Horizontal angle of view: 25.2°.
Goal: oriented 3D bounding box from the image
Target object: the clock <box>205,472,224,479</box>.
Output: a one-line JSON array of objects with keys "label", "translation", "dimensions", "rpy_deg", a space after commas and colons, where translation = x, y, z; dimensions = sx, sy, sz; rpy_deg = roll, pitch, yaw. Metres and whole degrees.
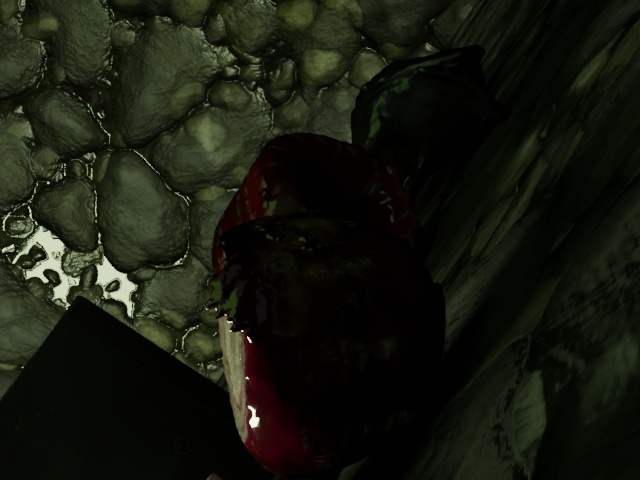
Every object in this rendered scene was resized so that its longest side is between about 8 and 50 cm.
[{"label": "clock", "translation": [-0.109, 0.281, 0.835], "dimensions": [0.290, 0.080, 0.275], "rpy_deg": [-58, 4, -9]}]

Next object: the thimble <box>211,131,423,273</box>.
[{"label": "thimble", "translation": [-0.004, 0.002, 1.241], "dimensions": [0.125, 0.163, 0.189], "rpy_deg": [-57, 12, 31]}]

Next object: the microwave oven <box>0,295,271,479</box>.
[{"label": "microwave oven", "translation": [-0.256, 0.308, 1.377], "dimensions": [0.374, 0.236, 0.432], "rpy_deg": [-60, 4, -29]}]

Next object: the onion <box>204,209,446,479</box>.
[{"label": "onion", "translation": [0.010, 0.078, 0.847], "dimensions": [0.173, 0.135, 0.198], "rpy_deg": [-101, 3, -61]}]

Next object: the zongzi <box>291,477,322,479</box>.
[{"label": "zongzi", "translation": [0.009, 0.131, 0.450], "dimensions": [0.204, 0.094, 0.205], "rpy_deg": [-48, 8, 46]}]

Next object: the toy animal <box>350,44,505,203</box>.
[{"label": "toy animal", "translation": [0.079, -0.098, 1.382], "dimensions": [0.185, 0.122, 0.298], "rpy_deg": [-59, 5, -39]}]
